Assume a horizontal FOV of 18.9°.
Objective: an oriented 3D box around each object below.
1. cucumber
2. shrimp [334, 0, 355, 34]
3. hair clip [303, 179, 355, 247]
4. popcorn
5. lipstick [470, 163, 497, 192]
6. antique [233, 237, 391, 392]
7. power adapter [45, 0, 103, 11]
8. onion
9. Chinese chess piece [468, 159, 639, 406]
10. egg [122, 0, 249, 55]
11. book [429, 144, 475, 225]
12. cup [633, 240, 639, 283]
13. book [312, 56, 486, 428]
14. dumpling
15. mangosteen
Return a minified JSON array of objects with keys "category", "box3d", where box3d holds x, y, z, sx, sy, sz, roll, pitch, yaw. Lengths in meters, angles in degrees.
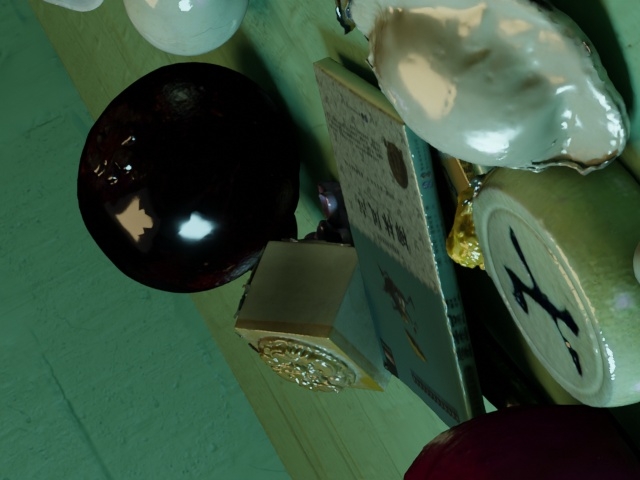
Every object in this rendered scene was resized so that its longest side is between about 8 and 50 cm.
[{"category":"cucumber","box3d":[0.165,0.114,2.057,0.284,0.056,0.056,50,163,36]},{"category":"shrimp","box3d":[0.012,-0.298,1.770,0.150,0.068,0.249,-115,10,-55]},{"category":"hair clip","box3d":[0.013,-0.002,2.358,0.278,0.090,0.137,128,126,-68]},{"category":"popcorn","box3d":[0.162,-0.012,1.792,0.084,0.084,0.084,56,166,21]},{"category":"lipstick","box3d":[0.145,-0.091,1.702,0.312,0.051,0.051,66,168,-18]},{"category":"antique","box3d":[0.003,0.093,2.243,0.152,0.148,0.146,4,153,37]},{"category":"power adapter","box3d":[-0.259,-0.414,2.245,0.124,0.255,0.187,18,132,4]},{"category":"onion","box3d":[0.159,0.362,1.792,0.398,0.420,0.398,157,90,-86]},{"category":"Chinese chess piece","box3d":[0.215,0.027,1.586,0.238,0.092,0.238,57,168,20]},{"category":"egg","box3d":[-0.155,-0.291,2.223,0.151,0.151,0.209,57,170,21]},{"category":"book","box3d":[0.120,-0.084,1.901,0.172,0.012,0.118,64,168,-9]},{"category":"cup","box3d":[0.280,0.031,1.427,0.083,0.054,0.075,29,145,63]},{"category":"book","box3d":[0.086,0.011,2.031,0.264,0.031,0.379,-139,32,-63]},{"category":"dumpling","box3d":[0.130,-0.146,1.469,0.247,0.142,0.172,26,156,14]},{"category":"mangosteen","box3d":[-0.153,-0.063,2.420,0.313,0.297,0.297,53,174,-32]}]
